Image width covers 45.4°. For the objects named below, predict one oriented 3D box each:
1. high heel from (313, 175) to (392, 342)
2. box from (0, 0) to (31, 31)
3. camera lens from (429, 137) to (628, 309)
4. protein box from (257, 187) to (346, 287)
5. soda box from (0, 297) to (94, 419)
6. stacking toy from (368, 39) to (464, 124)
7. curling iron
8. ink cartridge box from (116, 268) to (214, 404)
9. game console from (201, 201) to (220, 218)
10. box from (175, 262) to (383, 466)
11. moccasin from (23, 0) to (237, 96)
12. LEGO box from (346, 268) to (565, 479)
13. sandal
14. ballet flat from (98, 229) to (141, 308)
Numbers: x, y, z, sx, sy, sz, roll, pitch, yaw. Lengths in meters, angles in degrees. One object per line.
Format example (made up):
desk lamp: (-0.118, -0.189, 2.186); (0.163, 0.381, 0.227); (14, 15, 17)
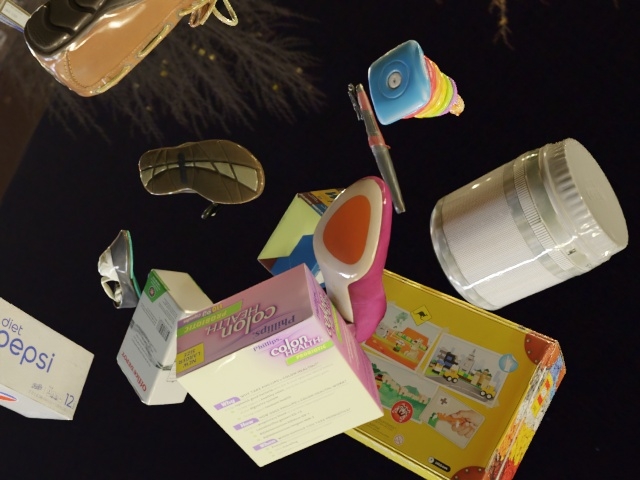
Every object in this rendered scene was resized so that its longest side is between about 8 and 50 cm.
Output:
high heel: (0.077, 0.032, 1.279); (0.127, 0.181, 0.377); (46, -44, 26)
box: (-0.610, -0.433, 1.370); (0.225, 0.136, 0.036); (26, -91, 16)
camera lens: (0.341, -0.022, 1.292); (0.274, 0.219, 0.219); (-30, -133, 33)
protein box: (0.000, 0.000, 1.786); (0.136, 0.201, 0.199); (43, -63, 20)
soda box: (-0.419, 0.130, 0.954); (0.091, 0.286, 0.098); (-5, -122, 28)
stacking toy: (0.277, -0.368, 1.927); (0.166, 0.302, 0.175); (-24, -111, 39)
curling iron: (0.113, -0.181, 1.474); (0.035, 0.068, 0.274); (-22, -103, 4)
ink cartridge box: (-0.290, 0.183, 1.448); (0.153, 0.087, 0.208); (42, -66, 42)
game console: (-0.216, -0.104, 1.535); (0.107, 0.071, 0.122); (-49, -179, 3)
box: (-0.058, 0.188, 1.127); (0.214, 0.243, 0.117); (-25, -142, 10)
moccasin: (-0.187, -0.327, 0.967); (0.380, 0.147, 0.139); (-47, -118, -1)
LEGO box: (0.238, 0.321, 1.750); (0.500, 0.193, 0.372); (23, -108, 32)
sandal: (-0.166, -0.098, 1.096); (0.219, 0.060, 0.090); (0, -81, 33)
ballet flat: (-0.380, 0.062, 1.441); (0.203, 0.074, 0.074); (96, -12, -49)
